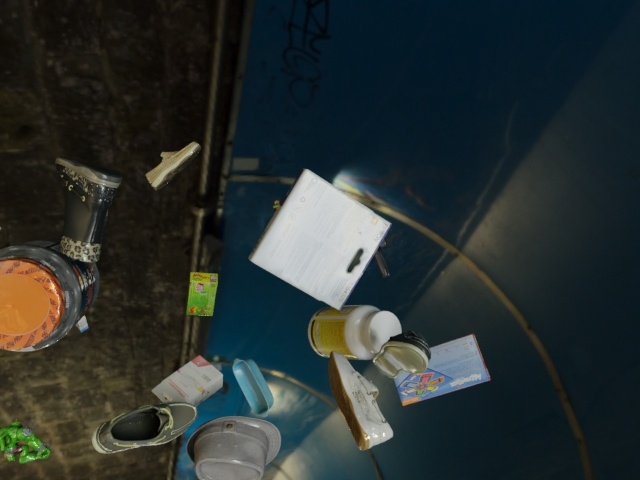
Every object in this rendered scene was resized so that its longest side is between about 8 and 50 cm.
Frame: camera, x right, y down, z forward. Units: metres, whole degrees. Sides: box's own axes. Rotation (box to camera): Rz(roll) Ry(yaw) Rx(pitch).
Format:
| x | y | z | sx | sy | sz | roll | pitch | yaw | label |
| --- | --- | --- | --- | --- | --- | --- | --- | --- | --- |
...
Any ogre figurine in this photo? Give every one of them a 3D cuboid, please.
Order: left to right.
| x | y | z | sx | sy | sz | roll | pitch | yaw | label |
| --- | --- | --- | --- | --- | --- | --- | --- | --- | --- |
| -0.922 | 0.610 | 1.828 | 0.097 | 0.197 | 0.118 | -45 | 136 | -53 | ogre figurine |

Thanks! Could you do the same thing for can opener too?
| x | y | z | sx | sy | sz | roll | pitch | yaw | label |
| --- | --- | --- | --- | --- | --- | --- | --- | --- | --- |
| 0.224 | 0.055 | 2.320 | 0.073 | 0.059 | 0.186 | -23 | -105 | 36 | can opener |

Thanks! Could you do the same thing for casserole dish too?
| x | y | z | sx | sy | sz | roll | pitch | yaw | label |
| --- | --- | --- | --- | --- | --- | --- | --- | --- | --- |
| -0.194 | 0.425 | 1.780 | 0.188 | 0.037 | 0.114 | 61 | -37 | 9 | casserole dish |

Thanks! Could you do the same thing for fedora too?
| x | y | z | sx | sy | sz | roll | pitch | yaw | label |
| --- | --- | --- | --- | --- | --- | --- | --- | --- | --- |
| -0.250 | 0.626 | 1.741 | 0.124 | 0.276 | 0.243 | -98 | -159 | -59 | fedora |

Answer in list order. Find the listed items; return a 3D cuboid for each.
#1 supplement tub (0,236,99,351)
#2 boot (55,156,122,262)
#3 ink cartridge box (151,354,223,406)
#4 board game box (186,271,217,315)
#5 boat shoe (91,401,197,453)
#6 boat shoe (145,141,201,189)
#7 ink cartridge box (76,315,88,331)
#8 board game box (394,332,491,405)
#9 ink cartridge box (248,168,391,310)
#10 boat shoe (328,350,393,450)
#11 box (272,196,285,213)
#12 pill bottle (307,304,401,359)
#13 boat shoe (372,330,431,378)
| x | y | z | sx | sy | sz | roll | pitch | yaw | label |
| --- | --- | --- | --- | --- | --- | --- | --- | --- | --- |
| -0.577 | 0.103 | 1.230 | 0.338 | 0.207 | 0.207 | -159 | -115 | -78 | supplement tub |
| -0.476 | -0.065 | 1.187 | 0.236 | 0.085 | 0.178 | 19 | -85 | 48 | boot |
| -0.417 | 0.463 | 1.905 | 0.115 | 0.198 | 0.067 | 33 | -46 | 26 | ink cartridge box |
| -0.412 | 0.188 | 2.108 | 0.043 | 0.092 | 0.181 | -99 | -162 | -45 | board game box |
| -0.456 | 0.501 | 1.648 | 0.091 | 0.305 | 0.109 | -32 | -110 | 41 | boat shoe |
| -0.431 | -0.229 | 1.745 | 0.072 | 0.190 | 0.068 | 51 | 10 | 0 | boat shoe |
| -0.778 | 0.252 | 1.956 | 0.048 | 0.028 | 0.083 | 43 | -34 | 24 | ink cartridge box |
| 0.358 | 0.395 | 1.846 | 0.027 | 0.281 | 0.145 | 14 | 56 | -64 | board game box |
| 0.000 | 0.000 | 1.863 | 0.324 | 0.330 | 0.071 | -59 | -162 | -1 | ink cartridge box |
| 0.096 | 0.383 | 1.488 | 0.277 | 0.096 | 0.098 | -116 | -156 | -45 | boat shoe |
| -0.110 | -0.113 | 2.022 | 0.083 | 0.052 | 0.062 | -14 | -92 | 33 | box |
| 0.119 | 0.319 | 2.107 | 0.334 | 0.188 | 0.187 | -12 | -96 | 55 | pill bottle |
| 0.247 | 0.310 | 1.712 | 0.127 | 0.113 | 0.340 | 42 | -20 | 10 | boat shoe |
